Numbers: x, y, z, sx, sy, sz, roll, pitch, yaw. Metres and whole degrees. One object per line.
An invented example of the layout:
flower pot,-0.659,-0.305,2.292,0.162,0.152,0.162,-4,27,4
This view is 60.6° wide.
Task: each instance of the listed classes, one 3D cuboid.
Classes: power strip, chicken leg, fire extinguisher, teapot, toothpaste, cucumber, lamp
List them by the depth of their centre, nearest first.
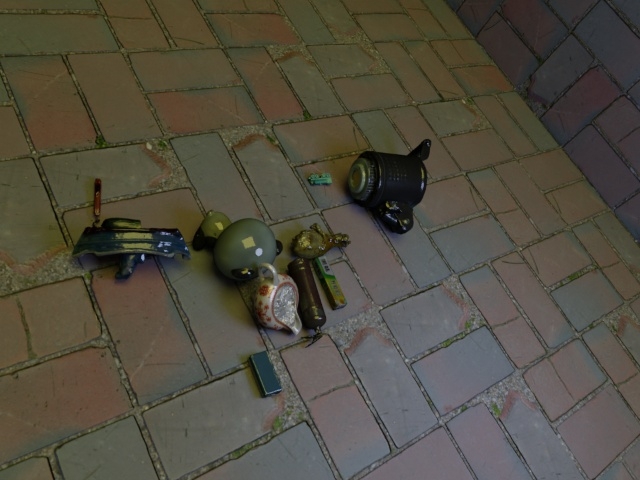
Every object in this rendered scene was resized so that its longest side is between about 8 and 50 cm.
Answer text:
power strip,-0.151,0.366,1.497,0.056,0.032,0.123,-11,65,-32
cucumber,-0.563,-0.043,1.548,0.105,0.048,0.048,9,55,-22
teapot,-0.130,0.164,1.566,0.116,0.246,0.159,20,52,41
lamp,-0.244,0.011,1.608,0.243,0.198,0.197,29,45,24
fire extinguisher,-0.043,0.186,1.657,0.089,0.072,0.268,-16,64,-5
toothpaste,0.028,0.135,1.747,0.043,0.037,0.179,-11,64,-31
chicken leg,0.000,0.000,1.794,0.227,0.088,0.103,-15,51,-33
lamp,0.238,-0.227,1.991,0.272,0.205,0.374,21,62,-19

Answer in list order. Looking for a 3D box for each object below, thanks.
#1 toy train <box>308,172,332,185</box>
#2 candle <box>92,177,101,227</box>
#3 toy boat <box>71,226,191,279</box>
toy train,-0.002,-0.220,1.981,0.092,0.029,0.045,-9,79,-28
candle,-0.640,-0.108,1.569,0.021,0.026,0.168,3,58,-21
toy boat,-0.506,0.034,1.488,0.309,0.129,0.143,1,92,-23
